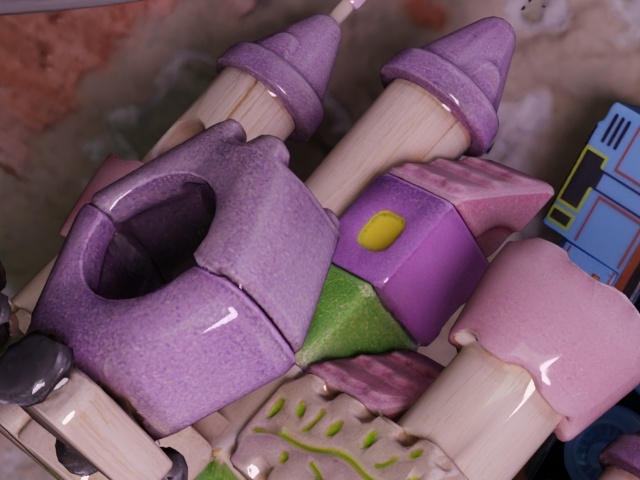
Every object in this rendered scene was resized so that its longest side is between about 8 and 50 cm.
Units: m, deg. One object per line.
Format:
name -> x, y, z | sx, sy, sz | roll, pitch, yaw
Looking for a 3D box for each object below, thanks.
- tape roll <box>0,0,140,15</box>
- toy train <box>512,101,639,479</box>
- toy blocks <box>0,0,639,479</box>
tape roll -> -0.060, -0.163, 0.648 | 0.286, 0.286, 0.100 | -9, 93, 16
toy train -> 0.136, 0.032, 0.715 | 0.105, 0.080, 0.184 | 36, 108, 28
toy blocks -> 0.000, 0.000, 0.614 | 0.260, 0.309, 0.288 | -48, 42, -13
